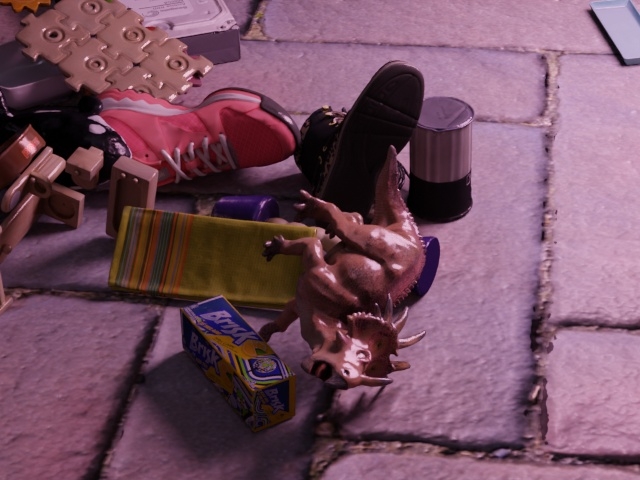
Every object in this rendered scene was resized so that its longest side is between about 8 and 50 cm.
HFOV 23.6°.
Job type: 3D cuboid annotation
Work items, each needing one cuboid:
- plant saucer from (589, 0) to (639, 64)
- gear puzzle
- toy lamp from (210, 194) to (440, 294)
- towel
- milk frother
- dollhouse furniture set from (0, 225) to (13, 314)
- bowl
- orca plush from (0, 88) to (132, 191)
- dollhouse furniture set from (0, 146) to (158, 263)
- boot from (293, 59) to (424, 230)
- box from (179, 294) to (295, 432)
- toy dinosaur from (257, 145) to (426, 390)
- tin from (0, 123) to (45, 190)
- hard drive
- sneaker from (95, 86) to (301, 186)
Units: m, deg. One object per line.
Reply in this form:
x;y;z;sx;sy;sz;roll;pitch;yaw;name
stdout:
0.459;-0.312;2.289;0.067;0.018;0.192;-6;34;-5;plant saucer
-0.332;-0.278;2.166;0.339;0.044;0.175;34;55;15;gear puzzle
0.000;0.000;1.807;0.275;0.080;0.080;13;37;22;toy lamp
-0.126;0.021;1.777;0.237;0.102;0.021;6;-9;11;towel
0.116;-0.109;1.909;0.143;0.134;0.129;-6;34;-6;milk frother
-0.453;0.009;1.726;0.161;0.181;0.101;13;37;20;dollhouse furniture set
-0.417;-0.239;2.198;0.142;0.053;0.142;-23;40;-26;bowl
-0.366;-0.146;1.959;0.287;0.102;0.151;37;93;42;orca plush
-0.295;-0.026;1.827;0.151;0.144;0.123;23;44;10;dollhouse furniture set
0.038;-0.142;1.893;0.085;0.236;0.178;15;24;-22;boot
-0.090;0.129;1.640;0.054;0.059;0.169;-18;38;-26;box
0.050;0.047;1.648;0.200;0.127;0.295;22;63;28;toy dinosaur
-0.410;-0.076;1.882;0.190;0.040;0.106;-32;14;36;tin
-0.277;-0.358;2.358;0.237;0.064;0.339;-11;36;-12;hard drive
-0.176;-0.112;1.971;0.314;0.116;0.136;2;46;23;sneaker
